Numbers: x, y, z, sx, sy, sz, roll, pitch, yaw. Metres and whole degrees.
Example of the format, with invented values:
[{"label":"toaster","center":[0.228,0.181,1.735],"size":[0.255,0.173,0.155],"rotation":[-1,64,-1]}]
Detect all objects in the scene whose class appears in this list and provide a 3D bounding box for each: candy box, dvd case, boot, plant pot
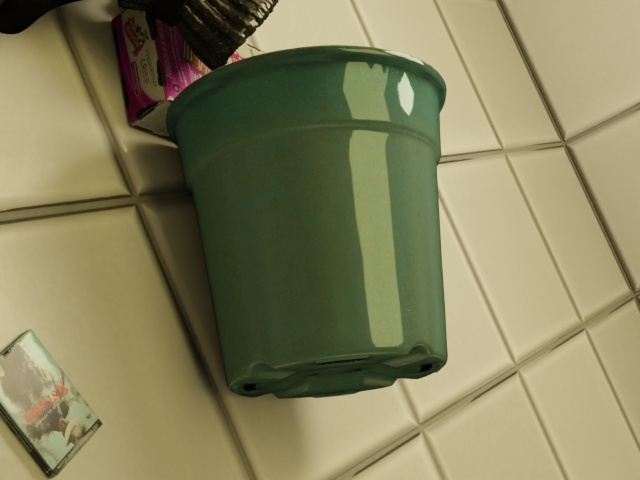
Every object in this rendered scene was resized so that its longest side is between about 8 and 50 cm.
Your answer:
[{"label":"candy box","center":[-0.152,-0.201,1.412],"size":[0.233,0.071,0.159],"rotation":[17,53,-52]},{"label":"dvd case","center":[-0.264,0.152,1.024],"size":[0.119,0.013,0.087],"rotation":[57,31,-11]},{"label":"boot","center":[-0.209,-0.281,1.238],"size":[0.260,0.131,0.348],"rotation":[50,59,-19]},{"label":"plant pot","center":[0.000,0.000,1.271],"size":[0.341,0.341,0.334],"rotation":[16,63,-51]}]
